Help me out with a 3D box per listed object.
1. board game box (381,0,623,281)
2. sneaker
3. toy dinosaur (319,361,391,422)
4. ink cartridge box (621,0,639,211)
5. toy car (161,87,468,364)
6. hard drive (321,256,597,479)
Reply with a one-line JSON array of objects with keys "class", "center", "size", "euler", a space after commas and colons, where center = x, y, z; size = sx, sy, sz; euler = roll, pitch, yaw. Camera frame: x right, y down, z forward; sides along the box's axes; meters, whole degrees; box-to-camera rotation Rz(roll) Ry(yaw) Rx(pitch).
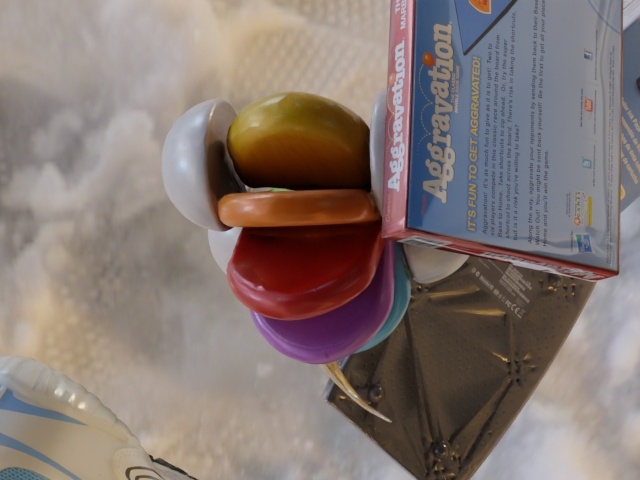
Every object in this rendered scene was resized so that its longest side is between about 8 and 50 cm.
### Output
[{"class": "board game box", "center": [0.103, -0.127, 1.049], "size": [0.145, 0.027, 0.281], "euler": [12, 74, -31]}, {"class": "sneaker", "center": [-0.070, 0.122, 0.730], "size": [0.085, 0.237, 0.086], "euler": [22, 76, 40]}, {"class": "toy dinosaur", "center": [-0.008, 0.073, 1.539], "size": [0.053, 0.092, 0.183], "euler": [-30, 90, 6]}, {"class": "ink cartridge box", "center": [0.290, -0.172, 1.935], "size": [0.395, 0.270, 0.151], "euler": [-41, 109, -19]}, {"class": "toy car", "center": [0.000, 0.000, 1.089], "size": [0.159, 0.182, 0.136], "euler": [-3, 63, 16]}, {"class": "hard drive", "center": [0.119, 0.082, 1.680], "size": [0.172, 0.054, 0.255], "euler": [42, 72, -21]}]
